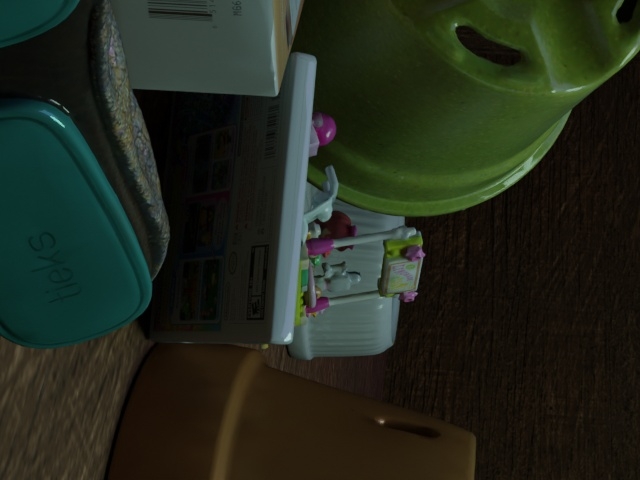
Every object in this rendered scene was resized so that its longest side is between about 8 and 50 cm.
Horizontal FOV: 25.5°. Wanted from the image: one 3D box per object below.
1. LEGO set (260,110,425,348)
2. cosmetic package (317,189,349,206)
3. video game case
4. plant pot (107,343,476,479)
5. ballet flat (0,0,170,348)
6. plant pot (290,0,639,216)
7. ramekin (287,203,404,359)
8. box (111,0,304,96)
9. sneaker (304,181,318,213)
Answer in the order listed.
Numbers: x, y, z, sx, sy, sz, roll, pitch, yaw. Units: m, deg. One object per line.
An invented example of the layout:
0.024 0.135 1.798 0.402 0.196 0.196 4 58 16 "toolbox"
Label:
0.000 0.000 0.951 0.287 0.107 0.132 130 -50 -82 "LEGO set"
0.036 -0.152 1.394 0.107 0.127 0.238 86 8 -47 "cosmetic package"
-0.052 -0.019 0.805 0.143 0.019 0.157 -6 -102 57 "video game case"
-0.009 0.210 0.884 0.291 0.204 0.290 3 90 -84 "plant pot"
-0.109 -0.079 0.403 0.316 0.108 0.106 93 -16 -59 "ballet flat"
0.091 -0.161 0.914 0.254 0.276 0.276 167 -72 -77 "plant pot"
0.030 0.028 1.507 0.207 0.109 0.207 4 90 -83 "ramekin"
-0.055 -0.177 0.747 0.170 0.091 0.130 -78 169 -48 "box"
0.011 -0.119 1.209 0.099 0.121 0.262 84 11 -50 "sneaker"
